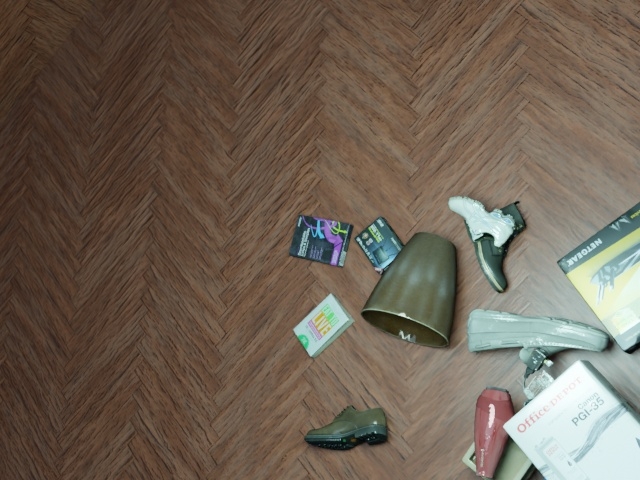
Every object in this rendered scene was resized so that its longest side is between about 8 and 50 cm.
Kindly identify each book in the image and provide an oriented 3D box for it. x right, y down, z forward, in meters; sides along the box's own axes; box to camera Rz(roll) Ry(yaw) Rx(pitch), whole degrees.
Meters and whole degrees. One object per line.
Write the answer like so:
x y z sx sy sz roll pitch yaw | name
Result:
0.007 0.220 2.129 0.144 0.035 0.096 -46 58 14 | book

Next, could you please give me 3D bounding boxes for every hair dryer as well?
0.416 0.380 1.706 0.293 0.080 0.223 -50 42 13 | hair dryer

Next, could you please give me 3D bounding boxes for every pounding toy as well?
0.407 0.519 1.801 0.181 0.094 0.206 36 97 31 | pounding toy

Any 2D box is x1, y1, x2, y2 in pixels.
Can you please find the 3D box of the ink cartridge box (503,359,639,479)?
0.519 0.396 1.559 0.207 0.117 0.283 -46 65 13 | ink cartridge box

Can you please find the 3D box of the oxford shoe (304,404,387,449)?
0.063 0.459 2.024 0.227 0.083 0.096 -16 52 25 | oxford shoe

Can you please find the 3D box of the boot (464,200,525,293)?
0.431 0.011 1.920 0.137 0.077 0.197 -25 69 16 | boot

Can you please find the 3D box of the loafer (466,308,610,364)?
0.478 0.222 1.829 0.320 0.112 0.111 4 85 37 | loafer

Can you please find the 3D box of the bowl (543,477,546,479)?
0.607 0.564 1.591 0.391 0.077 0.391 -7 76 27 | bowl

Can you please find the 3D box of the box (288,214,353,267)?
0.000 0.000 2.181 0.162 0.029 0.116 11 84 31 | box

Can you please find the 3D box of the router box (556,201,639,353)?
0.705 0.056 1.751 0.309 0.081 0.243 -40 63 16 | router box

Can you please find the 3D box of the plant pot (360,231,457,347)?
0.234 0.105 1.945 0.215 0.215 0.230 11 70 30 | plant pot

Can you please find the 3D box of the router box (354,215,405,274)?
0.156 0.013 2.087 0.092 0.038 0.122 -41 63 14 | router box

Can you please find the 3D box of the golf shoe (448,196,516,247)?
0.361 -0.043 1.908 0.176 0.069 0.086 27 83 34 | golf shoe
